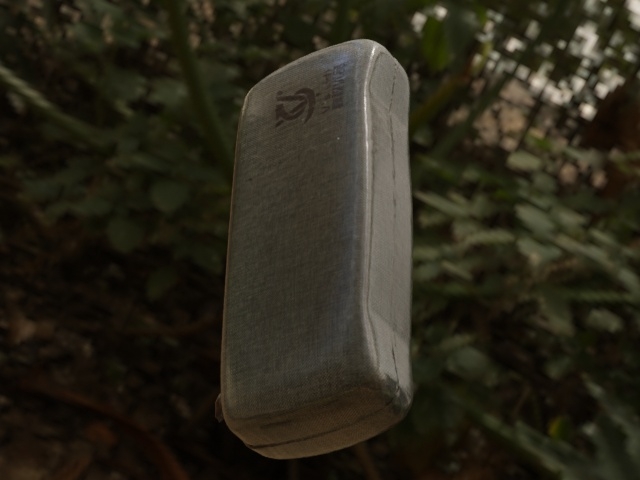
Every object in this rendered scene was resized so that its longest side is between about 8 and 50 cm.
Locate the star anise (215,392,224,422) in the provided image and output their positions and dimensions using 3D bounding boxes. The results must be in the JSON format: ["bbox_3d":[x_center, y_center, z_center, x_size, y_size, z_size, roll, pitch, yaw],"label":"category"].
[{"bbox_3d":[-0.033,0.118,1.382,0.141,0.141,0.042,-4,66,-51],"label":"star anise"}]

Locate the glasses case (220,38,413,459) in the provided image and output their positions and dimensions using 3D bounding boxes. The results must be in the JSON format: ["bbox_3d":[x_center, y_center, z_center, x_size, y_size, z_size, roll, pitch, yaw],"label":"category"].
[{"bbox_3d":[0.000,0.000,1.151,0.074,0.131,0.323,44,36,-42],"label":"glasses case"}]
